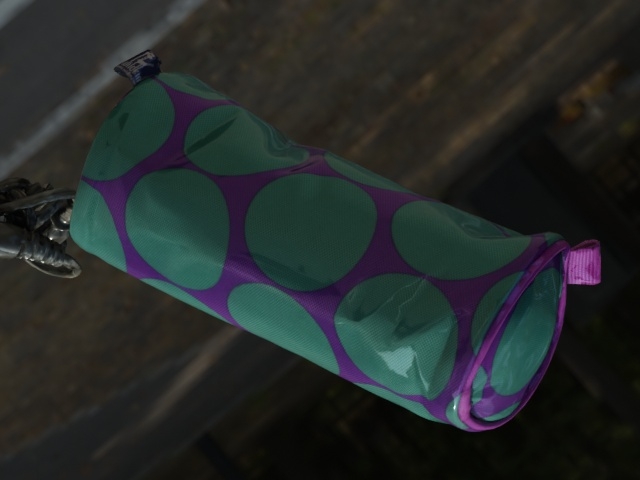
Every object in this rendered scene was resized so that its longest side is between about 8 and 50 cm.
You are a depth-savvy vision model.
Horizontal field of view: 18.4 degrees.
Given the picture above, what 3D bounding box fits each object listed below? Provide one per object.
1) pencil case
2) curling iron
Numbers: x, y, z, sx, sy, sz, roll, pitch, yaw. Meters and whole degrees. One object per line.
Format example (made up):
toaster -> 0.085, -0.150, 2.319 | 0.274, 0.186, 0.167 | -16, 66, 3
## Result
pencil case -> 0.000, 0.000, 0.583 | 0.070, 0.151, 0.064 | -44, 147, -34
curling iron -> -0.203, 0.019, 0.759 | 0.274, 0.035, 0.068 | -13, 168, 26
